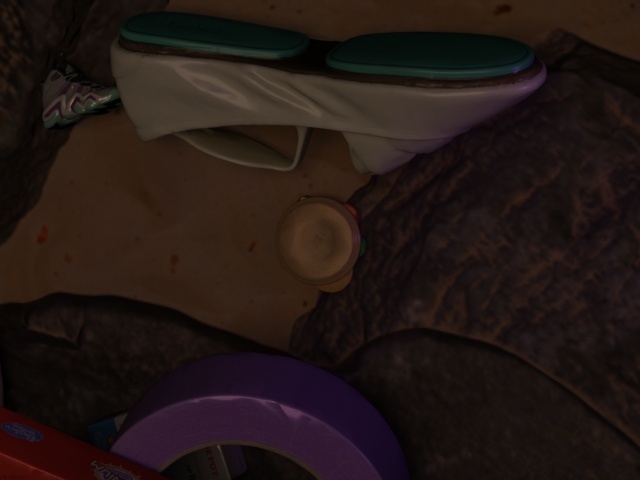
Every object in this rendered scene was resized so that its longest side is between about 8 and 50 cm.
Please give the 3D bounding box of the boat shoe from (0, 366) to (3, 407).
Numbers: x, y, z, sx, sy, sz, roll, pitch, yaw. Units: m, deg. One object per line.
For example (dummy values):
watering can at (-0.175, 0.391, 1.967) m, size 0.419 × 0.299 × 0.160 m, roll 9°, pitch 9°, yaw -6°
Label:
boat shoe at (-0.410, 0.068, 1.787) m, size 0.113 × 0.127 × 0.340 m, roll -23°, pitch 95°, yaw 45°

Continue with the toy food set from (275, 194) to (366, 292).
toy food set at (0.000, 0.000, 1.712) m, size 0.083 × 0.020 × 0.082 m, roll 26°, pitch 99°, yaw 13°

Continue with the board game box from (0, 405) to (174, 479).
board game box at (-0.175, 0.310, 1.625) m, size 0.317 × 0.064 × 0.242 m, roll 22°, pitch 116°, yaw 3°

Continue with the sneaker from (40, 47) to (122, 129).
sneaker at (-0.225, -0.147, 1.751) m, size 0.098 × 0.038 × 0.069 m, roll -16°, pitch 83°, yaw 32°

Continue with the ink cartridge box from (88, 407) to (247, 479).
ink cartridge box at (-0.140, 0.191, 1.745) m, size 0.122 × 0.052 × 0.088 m, roll -18°, pitch 90°, yaw 15°

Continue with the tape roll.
tape roll at (-0.060, 0.239, 1.662) m, size 0.275 × 0.090 × 0.274 m, roll 3°, pitch 113°, yaw 8°

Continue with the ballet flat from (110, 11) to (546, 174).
ballet flat at (0.005, -0.122, 1.663) m, size 0.400 × 0.139 × 0.139 m, roll 6°, pitch 95°, yaw 19°
